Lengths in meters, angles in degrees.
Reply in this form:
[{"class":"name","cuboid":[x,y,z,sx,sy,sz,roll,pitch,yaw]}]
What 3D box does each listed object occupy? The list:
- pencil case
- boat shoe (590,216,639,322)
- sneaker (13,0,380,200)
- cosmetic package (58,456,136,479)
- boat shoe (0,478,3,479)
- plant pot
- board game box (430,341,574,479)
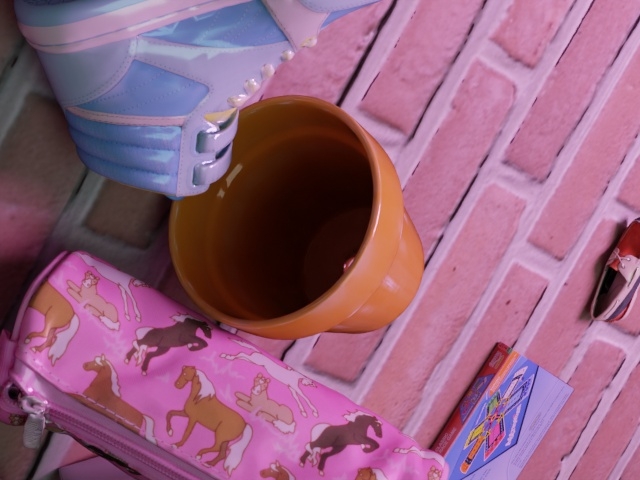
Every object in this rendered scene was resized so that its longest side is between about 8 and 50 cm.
[{"class":"pencil case","cuboid":[-0.081,0.160,1.024,0.386,0.160,0.167,29,68,-4]},{"class":"boat shoe","cuboid":[0.359,0.036,1.488,0.043,0.049,0.137,1,116,-34]},{"class":"sneaker","cuboid":[-0.066,-0.144,1.009,0.318,0.127,0.208,-12,124,-4]},{"class":"cosmetic package","cuboid":[-0.109,0.304,1.187,0.224,0.138,0.225,-15,121,-17]},{"class":"boat shoe","cuboid":[-0.316,0.182,1.048,0.063,0.066,0.184,-48,131,-21]},{"class":"plant pot","cuboid":[0.000,0.000,1.118,0.205,0.205,0.188,-57,147,1]},{"class":"board game box","cuboid":[0.182,0.266,1.480,0.145,0.027,0.281,32,91,-43]}]
